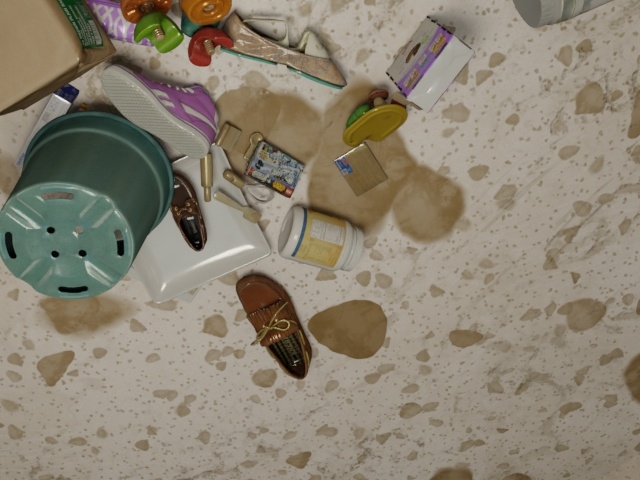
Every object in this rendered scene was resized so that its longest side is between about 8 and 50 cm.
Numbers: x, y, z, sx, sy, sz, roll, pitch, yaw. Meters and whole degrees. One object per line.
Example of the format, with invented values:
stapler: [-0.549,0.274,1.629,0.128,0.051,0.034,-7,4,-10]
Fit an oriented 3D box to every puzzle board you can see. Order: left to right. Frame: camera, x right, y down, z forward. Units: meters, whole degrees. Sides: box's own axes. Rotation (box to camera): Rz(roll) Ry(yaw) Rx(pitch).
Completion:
puzzle board: [0.106,-0.187,1.650,0.096,0.011,0.128,-30,120,12]

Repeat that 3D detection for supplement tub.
supplement tub: [0.000,0.000,1.670,0.200,0.144,0.144,16,117,-17]

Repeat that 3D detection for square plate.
square plate: [-0.349,-0.041,1.625,0.344,0.049,0.347,-24,116,-1]

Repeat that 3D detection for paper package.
paper package: [-0.634,-0.441,1.236,0.310,0.168,0.324,-24,106,19]

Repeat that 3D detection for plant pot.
plant pot: [-0.500,-0.065,1.322,0.342,0.334,0.340,-3,117,-5]

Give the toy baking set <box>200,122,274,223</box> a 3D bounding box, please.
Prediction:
toy baking set: [-0.205,-0.162,1.563,0.197,0.030,0.256,-2,107,-24]

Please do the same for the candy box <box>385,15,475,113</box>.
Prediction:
candy box: [0.244,-0.405,1.427,0.070,0.196,0.164,28,113,-24]

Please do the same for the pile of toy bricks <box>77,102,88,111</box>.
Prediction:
pile of toy bricks: [-0.579,-0.207,1.486,0.118,0.105,0.212,30,113,-23]

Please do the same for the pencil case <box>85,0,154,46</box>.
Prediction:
pencil case: [-0.447,-0.480,1.348,0.206,0.086,0.088,7,150,-13]

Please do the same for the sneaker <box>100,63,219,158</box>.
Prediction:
sneaker: [-0.355,-0.324,1.427,0.102,0.161,0.282,-22,131,41]

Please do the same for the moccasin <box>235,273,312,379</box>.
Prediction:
moccasin: [-0.132,0.255,1.804,0.139,0.147,0.379,-18,122,3]

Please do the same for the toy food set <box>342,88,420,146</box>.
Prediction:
toy food set: [0.139,-0.312,1.525,0.128,0.071,0.218,7,151,-42]

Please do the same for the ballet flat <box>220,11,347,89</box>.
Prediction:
ballet flat: [-0.071,-0.437,1.423,0.316,0.107,0.106,14,111,-17]

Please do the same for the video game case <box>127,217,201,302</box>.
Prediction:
video game case: [-0.394,0.048,1.714,0.206,0.026,0.227,28,113,-22]

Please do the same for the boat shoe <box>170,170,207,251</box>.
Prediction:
boat shoe: [-0.331,-0.070,1.550,0.073,0.073,0.206,-22,115,-2]

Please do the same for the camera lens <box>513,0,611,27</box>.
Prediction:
camera lens: [0.560,-0.604,1.338,0.275,0.219,0.219,-23,121,6]

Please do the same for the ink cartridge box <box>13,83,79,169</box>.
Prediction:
ink cartridge box: [-0.634,-0.263,1.450,0.046,0.097,0.207,31,112,-23]

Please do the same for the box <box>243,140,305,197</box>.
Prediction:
box: [-0.115,-0.178,1.581,0.137,0.027,0.093,28,84,-31]

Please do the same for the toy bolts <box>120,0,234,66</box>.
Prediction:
toy bolts: [-0.271,-0.487,1.285,0.218,0.228,0.158,-27,77,20]
